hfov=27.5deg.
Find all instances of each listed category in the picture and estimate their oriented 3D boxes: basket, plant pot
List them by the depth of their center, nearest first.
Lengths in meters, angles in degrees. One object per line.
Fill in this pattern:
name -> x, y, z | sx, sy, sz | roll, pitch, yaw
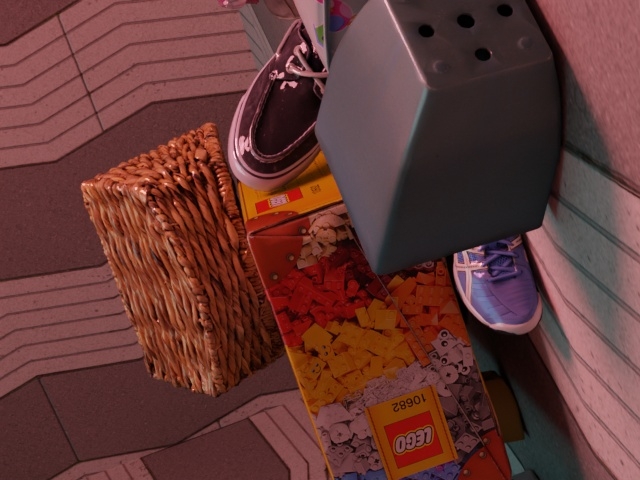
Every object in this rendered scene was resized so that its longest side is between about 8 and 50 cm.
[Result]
plant pot -> 0.104, -0.112, 1.094 | 0.234, 0.165, 0.166 | 97, 154, -63
basket -> -0.126, 0.017, 1.656 | 0.213, 0.223, 0.299 | 5, 117, 53
plant pot -> 0.214, 0.217, 1.712 | 0.081, 0.081, 0.083 | -132, 33, -79

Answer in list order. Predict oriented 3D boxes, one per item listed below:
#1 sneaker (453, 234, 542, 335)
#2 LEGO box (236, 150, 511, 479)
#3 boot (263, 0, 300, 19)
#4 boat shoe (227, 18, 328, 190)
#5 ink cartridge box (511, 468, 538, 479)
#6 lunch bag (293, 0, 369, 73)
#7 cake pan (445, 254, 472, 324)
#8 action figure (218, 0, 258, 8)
sneaker -> 0.163, -0.001, 1.331 | 0.081, 0.080, 0.211 | 72, 175, -66
LEGO box -> 0.044, 0.069, 1.610 | 0.500, 0.193, 0.373 | -112, 3, -75
boot -> -0.058, -0.438, 2.068 | 0.189, 0.076, 0.208 | 11, 144, 44
boat shoe -> -0.003, -0.193, 1.456 | 0.108, 0.301, 0.102 | 34, 163, 2
ink cartridge box -> 0.166, 0.428, 1.695 | 0.272, 0.309, 0.130 | -124, 15, -71
lunch bag -> 0.035, -0.272, 1.220 | 0.262, 0.160, 0.223 | 84, 165, -50
cake pan -> 0.143, -0.045, 1.556 | 0.293, 0.054, 0.293 | 160, 90, -85
action figure -> -0.049, -0.392, 1.429 | 0.248, 0.275, 0.370 | 64, 166, 0
